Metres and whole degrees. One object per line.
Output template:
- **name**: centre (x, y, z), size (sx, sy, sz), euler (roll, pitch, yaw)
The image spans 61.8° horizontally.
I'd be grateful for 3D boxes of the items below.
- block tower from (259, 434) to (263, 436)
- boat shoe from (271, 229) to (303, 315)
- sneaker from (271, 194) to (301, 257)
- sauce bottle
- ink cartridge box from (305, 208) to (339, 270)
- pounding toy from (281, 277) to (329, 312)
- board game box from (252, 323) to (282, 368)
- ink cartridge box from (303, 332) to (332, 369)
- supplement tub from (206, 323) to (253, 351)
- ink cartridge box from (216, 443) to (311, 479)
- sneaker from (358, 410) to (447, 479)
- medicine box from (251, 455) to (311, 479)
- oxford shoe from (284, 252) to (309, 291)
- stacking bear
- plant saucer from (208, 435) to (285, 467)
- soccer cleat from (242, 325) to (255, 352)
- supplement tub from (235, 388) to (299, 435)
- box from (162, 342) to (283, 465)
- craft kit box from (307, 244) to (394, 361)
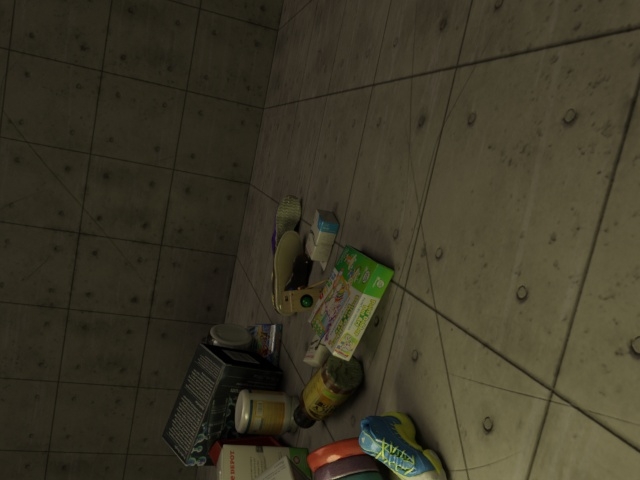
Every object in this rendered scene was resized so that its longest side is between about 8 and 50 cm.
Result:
- **block tower**: centre (-0.290, 0.781, 2.254), size (0.091, 0.097, 0.336), euler (116, 155, -43)
- **boat shoe**: centre (-0.135, 0.125, 2.069), size (0.096, 0.116, 0.325), euler (170, 102, -69)
- **sneaker**: centre (-0.157, -0.042, 2.236), size (0.146, 0.102, 0.294), euler (177, 102, -73)
- **sauce bottle**: centre (0.008, 0.425, 1.469), size (0.344, 0.111, 0.112), euler (117, 156, -48)
- **ink cartridge box**: centre (0.000, 0.000, 1.785), size (0.104, 0.060, 0.180), euler (-116, 38, -61)
- **pounding toy**: centre (-0.048, 0.181, 1.763), size (0.141, 0.130, 0.100), euler (159, 107, -70)
- **board game box**: centre (-0.226, 0.448, 2.220), size (0.136, 0.035, 0.202), euler (-8, 71, 43)
- **ink cartridge box**: centre (0.013, 0.296, 1.530), size (0.135, 0.056, 0.099), euler (-65, 12, -20)
- **supplement tub**: centre (-0.406, 0.534, 2.287), size (0.193, 0.193, 0.316), euler (-125, 44, -66)
- **ink cartridge box**: centre (-0.170, 0.731, 1.596), size (0.198, 0.272, 0.115), euler (-103, 28, -50)
- **sneaker**: centre (0.141, 0.415, 1.016), size (0.240, 0.126, 0.091), euler (-134, 55, -69)
- **medicine box**: centre (-0.034, 0.680, 1.169), size (0.149, 0.264, 0.289), euler (-36, 25, 1)
- **oxford shoe**: centre (-0.080, 0.146, 1.984), size (0.076, 0.076, 0.213), euler (-53, -19, -72)
- **stacking bear**: centre (0.078, 0.571, 1.090), size (0.175, 0.164, 0.289), euler (-32, 54, 22)
- **plant saucer**: centre (-0.245, 0.727, 1.854), size (0.259, 0.258, 0.048), euler (156, 114, -70)
- **soccer cleat**: centre (-0.314, 0.478, 2.399), size (0.331, 0.143, 0.116), euler (-141, 62, -70)
- **supplement tub**: centre (-0.183, 0.589, 1.831), size (0.144, 0.199, 0.145), euler (-170, 90, -73)
- **box**: centre (-0.374, 0.632, 2.057), size (0.211, 0.293, 0.396), euler (21, 90, 47)
- **craft kit box**: centre (0.070, 0.152, 1.394), size (0.250, 0.060, 0.246), euler (-64, 22, 2)
